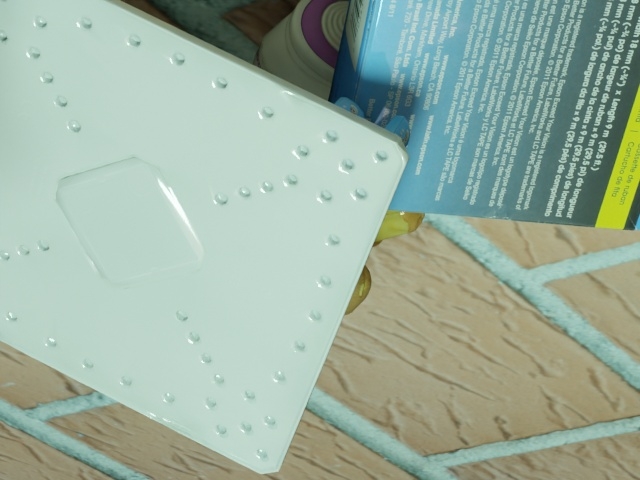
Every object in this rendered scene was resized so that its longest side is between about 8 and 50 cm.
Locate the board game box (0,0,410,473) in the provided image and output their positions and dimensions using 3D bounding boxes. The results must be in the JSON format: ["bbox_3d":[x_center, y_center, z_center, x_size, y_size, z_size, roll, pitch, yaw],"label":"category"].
[{"bbox_3d":[-0.151,-0.026,1.567,0.390,0.050,0.390,26,130,6],"label":"board game box"}]

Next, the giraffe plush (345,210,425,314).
[{"bbox_3d":[0.000,0.000,1.839,0.210,0.170,0.181,11,151,-9],"label":"giraffe plush"}]

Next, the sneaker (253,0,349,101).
[{"bbox_3d":[0.080,-0.126,1.685,0.305,0.114,0.152,28,153,-22],"label":"sneaker"}]

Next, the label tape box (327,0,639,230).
[{"bbox_3d":[0.185,-0.138,1.527,0.333,0.106,0.240,5,125,-10],"label":"label tape box"}]
